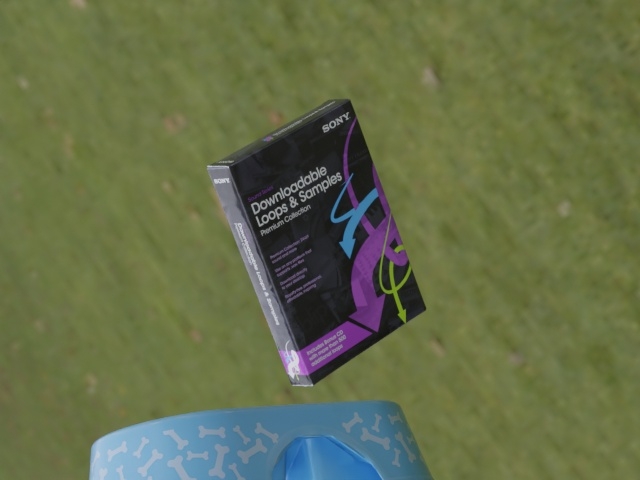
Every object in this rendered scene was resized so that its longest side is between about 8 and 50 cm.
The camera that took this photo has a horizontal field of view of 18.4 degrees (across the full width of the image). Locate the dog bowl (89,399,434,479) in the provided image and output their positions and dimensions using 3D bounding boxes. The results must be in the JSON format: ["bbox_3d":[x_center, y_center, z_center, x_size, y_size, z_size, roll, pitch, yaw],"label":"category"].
[{"bbox_3d":[-0.048,0.176,1.519,0.166,0.297,0.074,-26,70,48],"label":"dog bowl"}]

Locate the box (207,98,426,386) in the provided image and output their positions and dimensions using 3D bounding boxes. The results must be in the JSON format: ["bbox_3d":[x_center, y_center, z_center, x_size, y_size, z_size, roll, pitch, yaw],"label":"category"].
[{"bbox_3d":[0.000,0.000,1.325,0.029,0.116,0.162,-3,114,52],"label":"box"}]
